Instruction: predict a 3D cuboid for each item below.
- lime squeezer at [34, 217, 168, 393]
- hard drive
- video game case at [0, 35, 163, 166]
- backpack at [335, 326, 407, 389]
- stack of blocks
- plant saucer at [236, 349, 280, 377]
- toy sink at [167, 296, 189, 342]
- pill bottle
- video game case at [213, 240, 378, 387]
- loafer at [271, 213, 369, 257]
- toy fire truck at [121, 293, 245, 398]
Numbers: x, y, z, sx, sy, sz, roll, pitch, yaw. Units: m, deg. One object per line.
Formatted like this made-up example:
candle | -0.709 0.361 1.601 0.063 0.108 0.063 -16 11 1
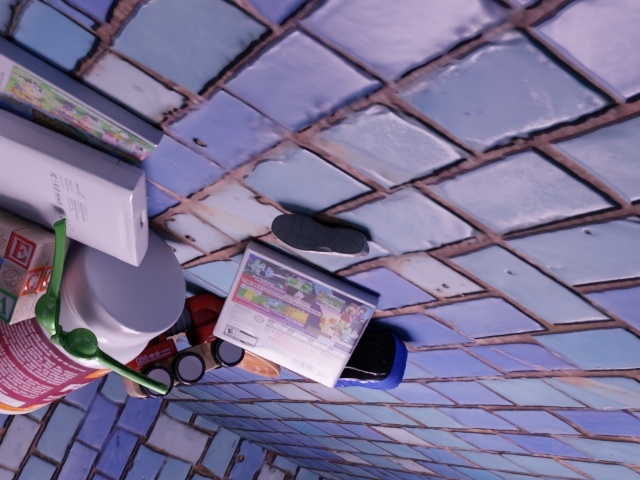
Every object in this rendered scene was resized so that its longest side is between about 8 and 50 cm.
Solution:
lime squeezer | -0.336 0.116 1.380 0.310 0.110 0.059 64 172 -25
hard drive | -0.399 -0.094 1.290 0.353 0.047 0.233 23 154 2
video game case | -0.310 -0.152 1.175 0.212 0.023 0.193 30 161 -17
backpack | 0.076 0.183 1.504 0.120 0.098 0.101 -2 160 29
stack of blocks | -0.531 0.011 1.413 0.297 0.171 0.087 26 -165 14
plant saucer | -0.170 0.223 1.993 0.200 0.037 0.200 22 161 8
toy sink | -0.353 0.176 1.911 0.131 0.153 0.234 28 160 -13
pill bottle | -0.412 0.126 1.573 0.392 0.224 0.224 -28 130 37
video game case | -0.039 0.110 1.406 0.201 0.023 0.183 25 126 0
loafer | 0.000 0.000 1.183 0.125 0.045 0.039 14 165 21
toy fire truck | -0.282 0.141 1.745 0.158 0.217 0.246 -22 90 65
